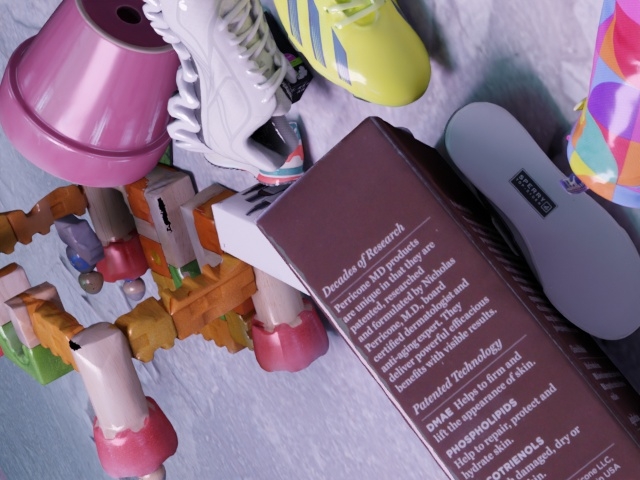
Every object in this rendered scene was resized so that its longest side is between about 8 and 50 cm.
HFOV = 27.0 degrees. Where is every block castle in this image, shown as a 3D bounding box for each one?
[{"bbox_3d":[-0.230,0.085,1.563,0.453,0.303,0.212,22,136,49],"label":"block castle"}]

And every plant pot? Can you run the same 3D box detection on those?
[{"bbox_3d":[-0.233,-0.189,1.457,0.201,0.201,0.180,51,134,17],"label":"plant pot"}]

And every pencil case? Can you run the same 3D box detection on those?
[{"bbox_3d":[0.218,-0.126,0.849,0.104,0.104,0.236,43,146,30],"label":"pencil case"}]

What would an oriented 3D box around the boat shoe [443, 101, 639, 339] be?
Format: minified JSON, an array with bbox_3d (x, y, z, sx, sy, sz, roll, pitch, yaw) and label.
[{"bbox_3d":[0.179,-0.019,1.049,0.219,0.078,0.070,54,-175,0],"label":"boat shoe"}]

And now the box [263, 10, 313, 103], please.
[{"bbox_3d":[-0.060,-0.169,1.302,0.083,0.062,0.052,55,152,10],"label":"box"}]

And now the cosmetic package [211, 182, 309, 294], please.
[{"bbox_3d":[0.000,0.000,1.323,0.239,0.099,0.060,25,136,47],"label":"cosmetic package"}]

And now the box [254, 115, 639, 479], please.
[{"bbox_3d":[0.133,0.093,1.059,0.381,0.143,0.191,54,-167,16],"label":"box"}]

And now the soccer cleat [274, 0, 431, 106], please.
[{"bbox_3d":[0.000,-0.239,1.100,0.289,0.093,0.121,58,159,8],"label":"soccer cleat"}]

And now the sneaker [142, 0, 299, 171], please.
[{"bbox_3d":[-0.076,-0.172,1.162,0.118,0.110,0.292,31,153,24],"label":"sneaker"}]

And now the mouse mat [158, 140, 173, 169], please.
[{"bbox_3d":[-0.230,-0.142,1.670,0.152,0.007,0.189,43,147,30],"label":"mouse mat"}]

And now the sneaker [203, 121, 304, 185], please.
[{"bbox_3d":[-0.069,-0.109,1.397,0.161,0.057,0.075,25,119,50],"label":"sneaker"}]
